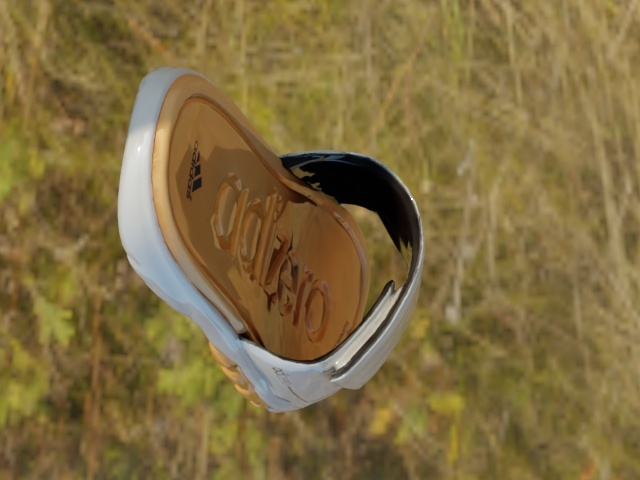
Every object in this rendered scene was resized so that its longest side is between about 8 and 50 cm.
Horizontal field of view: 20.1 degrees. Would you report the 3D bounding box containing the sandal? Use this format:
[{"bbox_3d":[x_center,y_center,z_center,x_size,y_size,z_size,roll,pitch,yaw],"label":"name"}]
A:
[{"bbox_3d":[-0.002,0.010,0.702,0.076,0.102,0.265,6,168,17],"label":"sandal"}]
